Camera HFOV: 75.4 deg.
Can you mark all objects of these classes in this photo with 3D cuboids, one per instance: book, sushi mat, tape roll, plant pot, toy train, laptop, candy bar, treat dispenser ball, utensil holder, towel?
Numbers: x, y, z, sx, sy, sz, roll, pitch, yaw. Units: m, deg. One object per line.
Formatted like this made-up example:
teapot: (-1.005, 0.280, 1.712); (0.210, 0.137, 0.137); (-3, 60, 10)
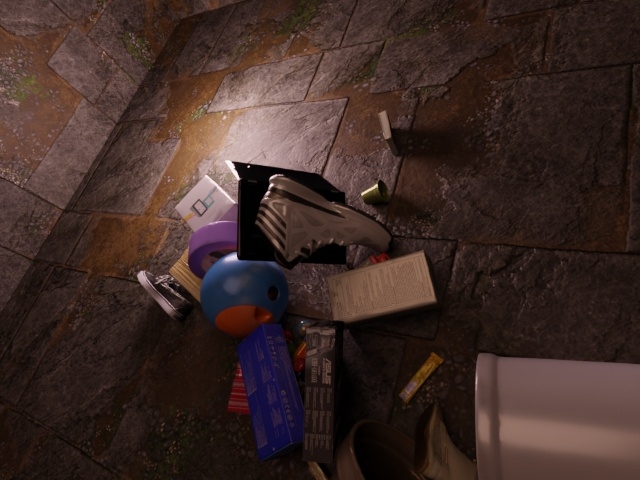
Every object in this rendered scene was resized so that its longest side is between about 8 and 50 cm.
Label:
book: (0.259, -0.404, 1.558); (0.035, 0.096, 0.144); (-19, 54, 18)
sushi mat: (-0.481, 0.149, 1.668); (0.317, 0.019, 0.151); (34, 80, 31)
tape roll: (-0.336, 0.051, 1.502); (0.275, 0.275, 0.090); (-22, 51, 17)
plant pot: (0.119, 0.622, 0.920); (0.280, 0.323, 0.323); (-55, 50, 12)
plant pot: (0.191, -0.163, 1.471); (0.079, 0.083, 0.083); (-19, 54, 33)
toy train: (-0.070, 0.374, 1.282); (0.248, 0.105, 0.143); (-53, 41, -8)
laptop: (-0.131, -0.108, 1.476); (0.236, 0.382, 0.407); (157, 114, -63)
candy bar: (0.273, 0.378, 1.134); (0.161, 0.018, 0.040); (-50, 47, -5)
treat dispenser ball: (-0.250, 0.176, 1.372); (0.288, 0.288, 0.288); (-14, 57, 22)
utensil holder: (0.517, 0.394, 0.795); (0.386, 0.327, 0.327); (-4, 61, 25)
towel: (-0.198, 0.428, 1.360); (0.199, 0.031, 0.274); (-5, 60, 28)

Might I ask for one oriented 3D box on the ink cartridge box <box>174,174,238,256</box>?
ink cartridge box: (-0.414, -0.092, 1.683); (0.197, 0.198, 0.270); (-47, 50, -2)

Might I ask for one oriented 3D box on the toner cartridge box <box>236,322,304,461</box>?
toner cartridge box: (-0.146, 0.436, 1.217); (0.165, 0.075, 0.347); (-46, 50, 34)

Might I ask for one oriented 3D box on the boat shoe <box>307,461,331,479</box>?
boat shoe: (0.002, 0.640, 1.107); (0.048, 0.056, 0.153); (-42, 58, -5)

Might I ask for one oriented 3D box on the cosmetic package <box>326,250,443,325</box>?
cosmetic package: (0.188, 0.153, 1.238); (0.310, 0.113, 0.160); (-17, 68, 21)

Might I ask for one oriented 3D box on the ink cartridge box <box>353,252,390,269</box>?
ink cartridge box: (0.173, 0.084, 1.357); (0.115, 0.029, 0.062); (-34, 52, 8)

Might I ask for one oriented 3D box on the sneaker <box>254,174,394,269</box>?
sneaker: (-0.001, 0.000, 1.315); (0.257, 0.448, 0.169); (-67, 10, -11)

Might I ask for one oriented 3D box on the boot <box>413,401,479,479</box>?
boot: (0.312, 0.503, 0.989); (0.165, 0.213, 0.077); (32, 116, 5)

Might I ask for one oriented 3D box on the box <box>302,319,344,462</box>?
box: (0.012, 0.369, 1.077); (0.077, 0.242, 0.307); (1, 83, 7)

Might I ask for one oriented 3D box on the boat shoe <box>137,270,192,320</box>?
boat shoe: (-0.633, 0.199, 1.689); (0.306, 0.113, 0.105); (34, 75, 36)
